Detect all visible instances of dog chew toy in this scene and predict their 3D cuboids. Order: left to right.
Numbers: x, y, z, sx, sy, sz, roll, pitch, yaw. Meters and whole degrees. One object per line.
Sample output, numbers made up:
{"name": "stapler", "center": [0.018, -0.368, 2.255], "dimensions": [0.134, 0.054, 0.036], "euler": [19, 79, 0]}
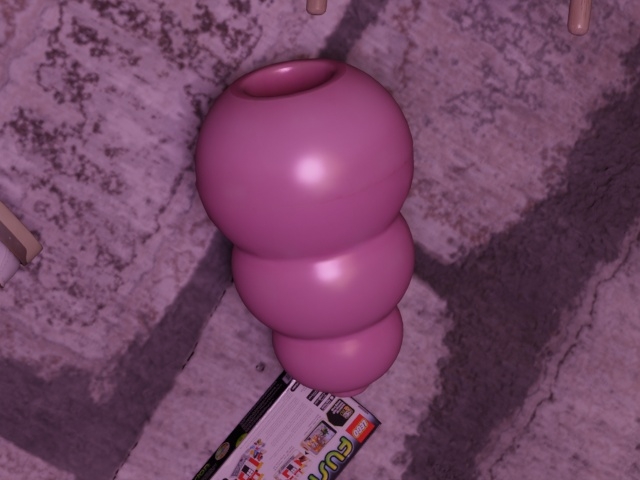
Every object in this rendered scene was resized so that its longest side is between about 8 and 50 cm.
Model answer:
{"name": "dog chew toy", "center": [0.000, 0.000, 1.355], "dimensions": [0.207, 0.206, 0.331], "euler": [-18, 115, -14]}

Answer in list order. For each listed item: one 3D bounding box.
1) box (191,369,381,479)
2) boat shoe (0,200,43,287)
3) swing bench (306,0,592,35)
{"name": "box", "center": [-0.045, 0.233, 1.473], "dimensions": [0.114, 0.036, 0.207], "euler": [41, 88, -22]}
{"name": "boat shoe", "center": [-0.383, -0.061, 1.256], "dimensions": [0.103, 0.113, 0.302], "euler": [-46, 112, -10]}
{"name": "swing bench", "center": [0.128, -0.330, 1.269], "dimensions": [0.253, 0.165, 0.254], "euler": [6, 110, 9]}
